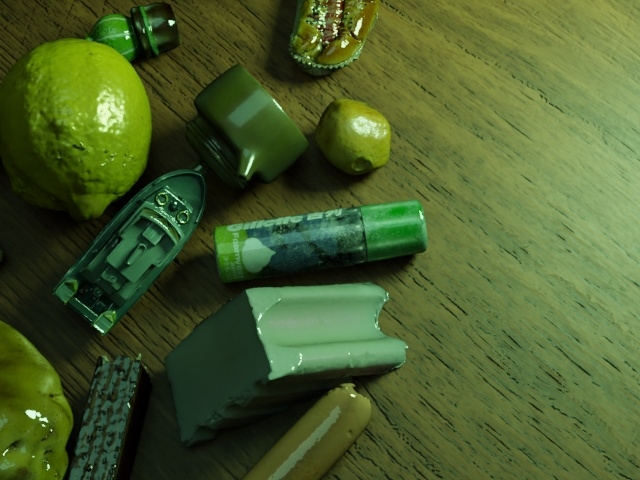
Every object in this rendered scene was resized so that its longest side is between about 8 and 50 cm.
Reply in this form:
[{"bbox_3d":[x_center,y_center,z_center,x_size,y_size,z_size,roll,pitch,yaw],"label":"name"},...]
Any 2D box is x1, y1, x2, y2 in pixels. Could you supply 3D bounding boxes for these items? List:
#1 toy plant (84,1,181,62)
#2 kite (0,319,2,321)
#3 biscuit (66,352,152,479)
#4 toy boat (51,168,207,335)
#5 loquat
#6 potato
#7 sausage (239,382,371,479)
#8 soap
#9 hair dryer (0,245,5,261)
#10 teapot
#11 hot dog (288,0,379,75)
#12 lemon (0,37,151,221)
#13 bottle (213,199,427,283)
[{"bbox_3d":[-0.329,-0.357,1.927,0.163,0.092,0.092,-15,66,-5],"label":"toy plant"},{"bbox_3d":[-0.533,0.196,1.727,0.190,0.010,0.159,20,69,13],"label":"kite"},{"bbox_3d":[-0.309,0.290,1.623,0.070,0.106,0.252,9,67,5],"label":"biscuit"},{"bbox_3d":[-0.282,0.005,1.723,0.114,0.122,0.296,42,85,-15],"label":"toy boat"},{"bbox_3d":[0.054,-0.174,1.823,0.137,0.113,0.137,14,40,-12],"label":"loquat"},{"bbox_3d":[-0.492,0.223,1.609,0.195,0.176,0.369,-47,56,7],"label":"potato"},{"bbox_3d":[-0.037,0.324,1.609,0.086,0.086,0.289,42,74,18],"label":"sausage"},{"bbox_3d":[-0.057,0.185,1.698,0.302,0.258,0.158,3,54,-46],"label":"soap"},{"bbox_3d":[-0.603,-0.005,1.797,0.117,0.064,0.181,-36,64,-14],"label":"hair dryer"},{"bbox_3d":[-0.144,-0.168,1.793,0.175,0.185,0.267,-40,33,-2],"label":"teapot"},{"bbox_3d":[0.029,-0.408,1.946,0.144,0.075,0.267,10,65,7],"label":"hot dog"},{"bbox_3d":[-0.391,-0.179,1.765,0.245,0.245,0.319,-8,69,-2],"label":"lemon"},{"bbox_3d":[0.000,0.000,1.752,0.330,0.093,0.093,-8,66,-2],"label":"bottle"}]
